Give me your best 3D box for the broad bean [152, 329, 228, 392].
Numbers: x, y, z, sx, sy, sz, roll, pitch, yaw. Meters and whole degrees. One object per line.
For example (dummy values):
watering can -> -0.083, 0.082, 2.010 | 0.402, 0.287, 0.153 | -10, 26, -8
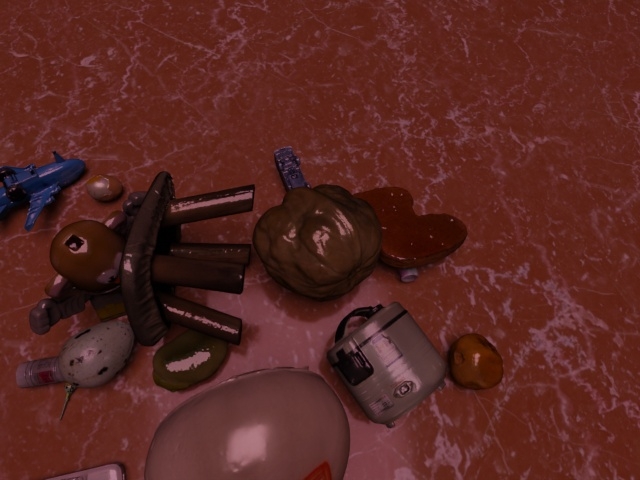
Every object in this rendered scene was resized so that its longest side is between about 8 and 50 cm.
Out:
broad bean -> -0.298, 0.266, 0.948 | 0.174, 0.082, 0.124 | -27, 71, -14

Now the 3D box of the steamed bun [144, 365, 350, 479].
steamed bun -> -0.115, 0.413, 0.748 | 0.374, 0.375, 0.241 | -14, 50, -11

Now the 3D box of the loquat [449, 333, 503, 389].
loquat -> 0.374, 0.292, 0.992 | 0.137, 0.113, 0.137 | 14, 56, -22

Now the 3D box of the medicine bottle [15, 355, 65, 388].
medicine bottle -> -0.611, 0.291, 0.919 | 0.091, 0.058, 0.058 | -8, 69, -9

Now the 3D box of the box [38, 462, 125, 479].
box -> -0.541, 0.553, 0.830 | 0.284, 0.044, 0.142 | -9, 71, -10

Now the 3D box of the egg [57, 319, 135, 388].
egg -> -0.490, 0.244, 0.916 | 0.131, 0.131, 0.164 | 34, 56, 8

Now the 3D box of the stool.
stool -> -0.268, 0.051, 0.899 | 0.226, 0.310, 0.311 | 7, 51, -8

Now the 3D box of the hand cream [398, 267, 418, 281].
hand cream -> 0.224, 0.025, 1.123 | 0.076, 0.047, 0.174 | -5, 59, -7

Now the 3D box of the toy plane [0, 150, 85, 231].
toy plane -> -0.742, -0.142, 1.063 | 0.271, 0.105, 0.254 | -39, 62, -14

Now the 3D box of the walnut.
walnut -> -0.002, 0.002, 0.988 | 0.276, 0.253, 0.282 | 33, 78, 34

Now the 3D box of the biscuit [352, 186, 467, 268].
biscuit -> 0.233, -0.048, 1.128 | 0.262, 0.052, 0.277 | -21, 56, -21

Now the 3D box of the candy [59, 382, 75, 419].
candy -> -0.565, 0.355, 0.920 | 0.025, 0.023, 0.083 | -4, 68, 39

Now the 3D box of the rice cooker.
rice cooker -> 0.137, 0.263, 0.924 | 0.226, 0.226, 0.244 | -31, 78, -16

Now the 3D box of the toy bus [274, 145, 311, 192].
toy bus -> -0.072, -0.164, 1.148 | 0.064, 0.075, 0.191 | -19, 72, -11

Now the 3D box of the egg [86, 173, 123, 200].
egg -> -0.567, -0.139, 1.091 | 0.083, 0.071, 0.071 | -10, 69, -14

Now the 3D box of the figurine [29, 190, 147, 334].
figurine -> -0.479, 0.050, 0.909 | 0.166, 0.285, 0.343 | 8, 66, 0
